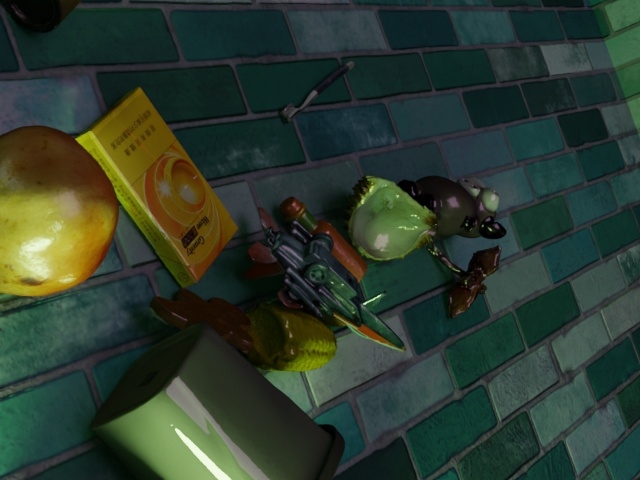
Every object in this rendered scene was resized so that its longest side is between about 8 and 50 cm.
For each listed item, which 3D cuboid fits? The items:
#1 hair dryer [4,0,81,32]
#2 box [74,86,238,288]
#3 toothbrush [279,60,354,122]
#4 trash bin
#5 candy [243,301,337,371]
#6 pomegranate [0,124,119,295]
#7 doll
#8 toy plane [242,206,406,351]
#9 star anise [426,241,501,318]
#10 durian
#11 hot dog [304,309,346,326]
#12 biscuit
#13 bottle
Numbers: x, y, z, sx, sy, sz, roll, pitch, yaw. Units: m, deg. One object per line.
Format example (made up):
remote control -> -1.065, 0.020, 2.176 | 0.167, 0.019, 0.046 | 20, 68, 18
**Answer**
hair dryer -> -0.432, -0.426, 1.521 | 0.278, 0.090, 0.135 | 47, 41, -19
box -> -0.234, -0.079, 1.634 | 0.269, 0.043, 0.152 | 55, 38, -18
toothbrush -> -0.003, -0.281, 2.061 | 0.026, 0.024, 0.288 | 49, 39, -4
trash bin -> -0.140, 0.258, 1.447 | 0.250, 0.219, 0.219 | 49, 39, -16
candy -> -0.035, 0.157, 1.739 | 0.199, 0.094, 0.106 | 17, 54, -55
pomegranate -> -0.341, -0.036, 1.330 | 0.209, 0.209, 0.209 | 28, 52, -43
doll -> 0.256, -0.068, 2.201 | 0.257, 0.117, 0.182 | 3, 31, -43
toy plane -> 0.021, 0.075, 1.756 | 0.326, 0.104, 0.223 | 32, 28, -14
star anise -> 0.271, 0.064, 2.232 | 0.158, 0.144, 0.140 | -37, 148, -47
durian -> 0.118, -0.040, 2.000 | 0.252, 0.139, 0.144 | 38, 50, -37
hot dog -> 0.001, 0.097, 1.848 | 0.140, 0.060, 0.089 | 27, 49, -52
biscuit -> -0.158, 0.118, 1.591 | 0.138, 0.031, 0.205 | 35, 13, 11
bottle -> 0.000, 0.000, 1.882 | 0.187, 0.069, 0.069 | 49, 40, -24
